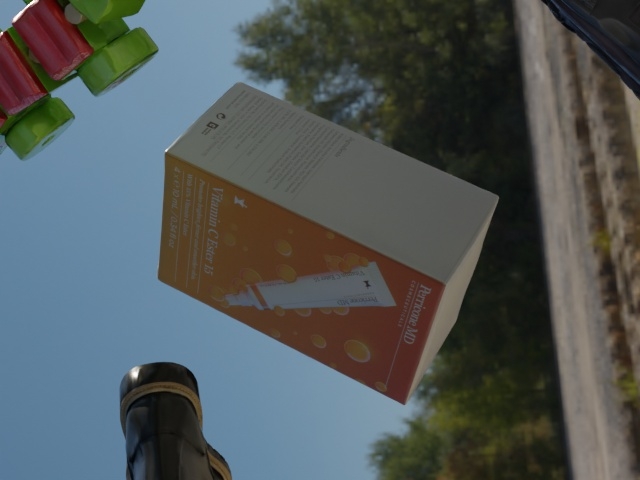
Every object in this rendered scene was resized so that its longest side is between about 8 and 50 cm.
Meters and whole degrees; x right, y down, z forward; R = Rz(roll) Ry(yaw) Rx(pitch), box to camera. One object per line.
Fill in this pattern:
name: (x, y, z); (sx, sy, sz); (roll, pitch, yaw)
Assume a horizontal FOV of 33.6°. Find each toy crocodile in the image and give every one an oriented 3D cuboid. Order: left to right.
toy crocodile: (-0.245, -0.145, 0.884); (0.115, 0.340, 0.105); (54, -139, -8)

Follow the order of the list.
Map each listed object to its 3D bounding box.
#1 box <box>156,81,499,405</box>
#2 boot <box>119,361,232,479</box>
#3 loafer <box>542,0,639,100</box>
box: (0.000, 0.000, 1.239); (0.168, 0.345, 0.215); (-52, -19, -43)
boot: (-0.101, 0.199, 0.733); (0.137, 0.076, 0.198); (-103, 0, -46)
loafer: (0.276, -0.223, 1.040); (0.302, 0.109, 0.095); (48, 156, 6)
